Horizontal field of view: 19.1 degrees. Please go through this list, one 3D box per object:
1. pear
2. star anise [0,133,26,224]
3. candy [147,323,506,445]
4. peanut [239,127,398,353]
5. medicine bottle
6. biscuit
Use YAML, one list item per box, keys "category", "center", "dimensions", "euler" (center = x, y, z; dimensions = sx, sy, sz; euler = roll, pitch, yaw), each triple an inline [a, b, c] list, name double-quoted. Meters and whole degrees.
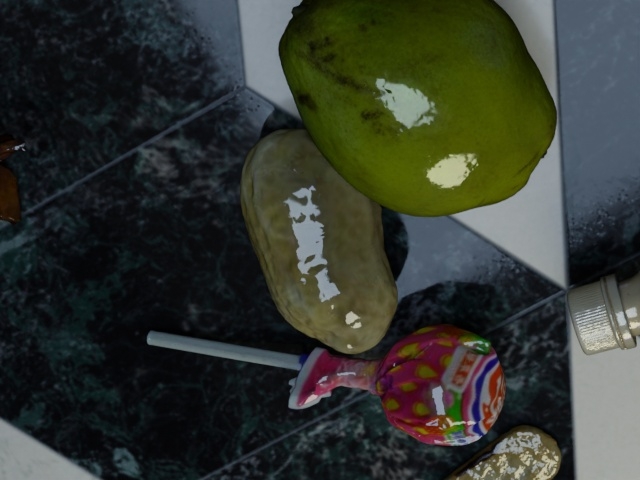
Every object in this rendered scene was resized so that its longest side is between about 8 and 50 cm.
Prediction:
- category: "pear"
  center: [0.086, -0.135, 1.712]
  dimensions: [0.269, 0.212, 0.212]
  euler: [29, 110, -11]
- category: "star anise"
  center: [-0.371, -0.067, 1.836]
  dimensions: [0.158, 0.144, 0.140]
  euler: [40, 146, 23]
- category: "candy"
  center: [0.002, 0.123, 1.877]
  dimensions: [0.365, 0.124, 0.124]
  euler: [8, 110, 13]
- category: "peanut"
  center: [0.000, 0.000, 1.807]
  dimensions: [0.129, 0.129, 0.224]
  euler: [-14, 96, 11]
- category: "medicine bottle"
  center: [0.360, 0.044, 1.790]
  dimensions: [0.252, 0.114, 0.114]
  euler: [-17, 106, 13]
- category: "biscuit"
  center: [0.179, 0.243, 1.930]
  dimensions: [0.147, 0.018, 0.071]
  euler: [-41, 102, 16]
